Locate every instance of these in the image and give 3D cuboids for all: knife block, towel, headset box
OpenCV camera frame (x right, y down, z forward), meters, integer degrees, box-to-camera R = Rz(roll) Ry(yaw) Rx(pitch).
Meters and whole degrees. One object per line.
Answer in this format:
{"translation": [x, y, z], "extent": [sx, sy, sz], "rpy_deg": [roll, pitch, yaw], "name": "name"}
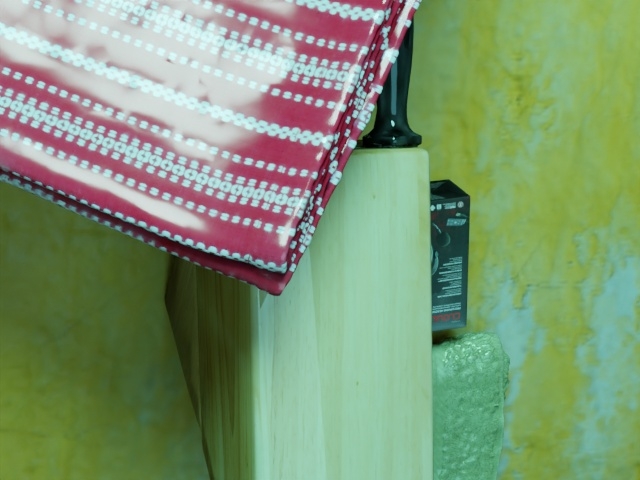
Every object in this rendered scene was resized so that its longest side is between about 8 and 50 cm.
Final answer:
{"translation": [0.000, 0.000, 0.895], "extent": [0.088, 0.275, 0.242], "rpy_deg": [-3, 140, -18], "name": "knife block"}
{"translation": [0.048, 0.121, 1.073], "extent": [0.110, 0.027, 0.148], "rpy_deg": [-5, 113, -17], "name": "towel"}
{"translation": [0.044, 0.014, 1.026], "extent": [0.062, 0.032, 0.083], "rpy_deg": [-6, 111, -18], "name": "headset box"}
{"translation": [-0.050, -0.136, 0.830], "extent": [0.199, 0.031, 0.275], "rpy_deg": [23, 75, 3], "name": "towel"}
